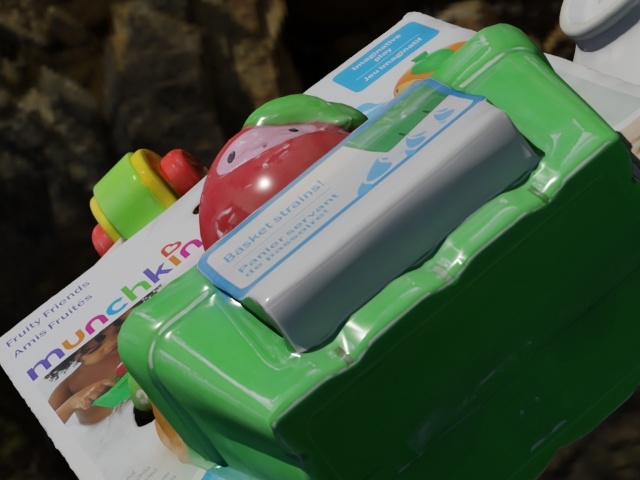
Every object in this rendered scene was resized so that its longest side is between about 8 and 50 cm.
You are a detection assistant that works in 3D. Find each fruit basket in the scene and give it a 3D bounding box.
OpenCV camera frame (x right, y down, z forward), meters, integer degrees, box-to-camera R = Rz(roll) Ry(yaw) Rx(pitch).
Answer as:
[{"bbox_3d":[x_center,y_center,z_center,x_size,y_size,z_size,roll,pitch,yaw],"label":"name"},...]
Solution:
[{"bbox_3d":[0.000,0.000,0.787,0.165,0.327,0.353,57,170,-33],"label":"fruit basket"}]

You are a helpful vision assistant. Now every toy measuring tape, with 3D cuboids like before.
[{"bbox_3d":[-0.147,-0.018,1.291,0.330,0.121,0.121,-13,-90,-79],"label":"toy measuring tape"}]

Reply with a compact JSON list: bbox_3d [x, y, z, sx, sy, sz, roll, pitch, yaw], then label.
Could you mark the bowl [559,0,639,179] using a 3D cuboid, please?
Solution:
[{"bbox_3d":[0.233,-0.138,0.921,0.134,0.298,0.298,36,176,-12],"label":"bowl"}]
